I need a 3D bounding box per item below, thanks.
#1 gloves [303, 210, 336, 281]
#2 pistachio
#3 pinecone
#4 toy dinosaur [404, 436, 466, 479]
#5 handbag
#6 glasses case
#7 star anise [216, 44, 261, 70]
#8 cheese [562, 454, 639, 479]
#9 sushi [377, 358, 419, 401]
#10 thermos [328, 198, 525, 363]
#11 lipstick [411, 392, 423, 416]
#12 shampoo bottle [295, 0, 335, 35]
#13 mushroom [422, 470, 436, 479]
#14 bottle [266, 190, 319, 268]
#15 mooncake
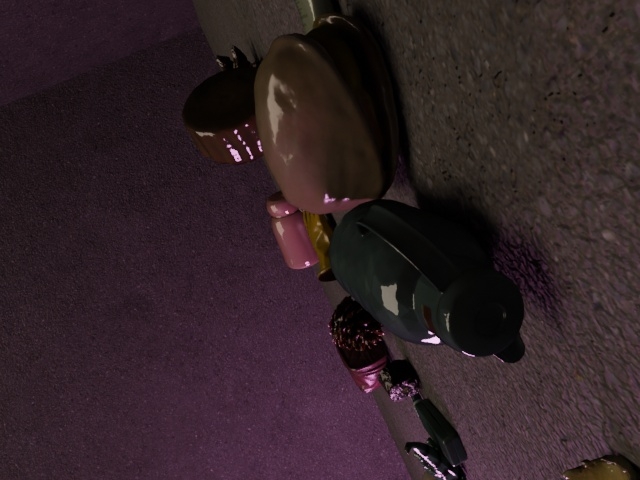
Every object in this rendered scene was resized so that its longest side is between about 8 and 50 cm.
[{"bbox_3d":[0.008,-0.032,1.520,0.133,0.116,0.294,-50,52,53],"label":"gloves"},{"bbox_3d":[0.011,-0.142,0.658,0.197,0.166,0.288,35,156,25],"label":"pistachio"},{"bbox_3d":[0.106,0.248,1.456,0.173,0.173,0.174,155,90,-84],"label":"pinecone"},{"bbox_3d":[0.277,0.538,1.234,0.292,0.079,0.120,47,170,-25],"label":"toy dinosaur"},{"bbox_3d":[0.141,0.373,1.642,0.135,0.146,0.225,65,177,-33],"label":"handbag"},{"bbox_3d":[0.287,0.459,1.207,0.184,0.039,0.078,-141,27,-76],"label":"glasses case"},{"bbox_3d":[-0.210,-0.490,1.564,0.272,0.102,0.272,34,148,24],"label":"star anise"},{"bbox_3d":[0.266,0.228,0.462,0.060,0.041,0.084,60,161,-17],"label":"cheese"},{"bbox_3d":[0.208,0.373,1.316,0.084,0.094,0.098,-126,18,-50],"label":"sushi"},{"bbox_3d":[0.102,0.027,0.558,0.182,0.145,0.286,46,177,-16],"label":"thermos"},{"bbox_3d":[0.256,0.420,1.361,0.037,0.037,0.116,72,175,-49],"label":"lipstick"},{"bbox_3d":[-0.031,-0.362,0.639,0.072,0.049,0.212,-119,6,-71],"label":"shampoo bottle"},{"bbox_3d":[0.344,0.700,1.415,0.212,0.097,0.088,119,137,-82],"label":"mushroom"},{"bbox_3d":[-0.087,-0.053,1.906,0.206,0.173,0.297,7,125,46],"label":"bottle"},{"bbox_3d":[-0.234,-0.345,1.395,0.290,0.290,0.161,60,175,41],"label":"mooncake"}]
